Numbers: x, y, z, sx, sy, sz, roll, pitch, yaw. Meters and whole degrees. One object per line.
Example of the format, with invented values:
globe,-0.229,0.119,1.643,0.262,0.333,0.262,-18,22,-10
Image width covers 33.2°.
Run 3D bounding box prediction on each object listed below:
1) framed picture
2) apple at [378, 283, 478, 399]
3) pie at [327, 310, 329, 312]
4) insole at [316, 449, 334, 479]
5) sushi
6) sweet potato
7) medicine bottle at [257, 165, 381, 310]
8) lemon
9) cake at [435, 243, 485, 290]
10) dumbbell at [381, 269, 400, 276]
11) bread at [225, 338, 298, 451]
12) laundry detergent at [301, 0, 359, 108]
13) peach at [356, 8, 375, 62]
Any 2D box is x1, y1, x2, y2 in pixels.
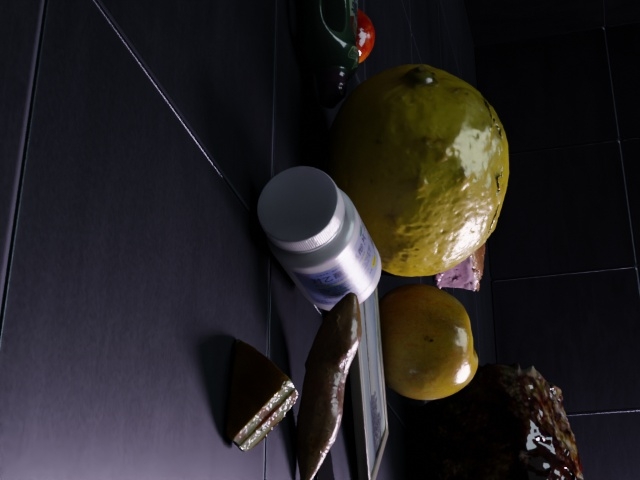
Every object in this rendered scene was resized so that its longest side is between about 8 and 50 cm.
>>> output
framed picture,0.066,0.179,1.501,0.213,0.016,0.289,-51,138,-73
apple,0.164,0.157,1.669,0.182,0.155,0.183,-7,90,-74
pie,0.023,0.091,1.405,0.084,0.021,0.084,-7,90,-77
insole,0.009,0.362,1.260,0.086,0.005,0.253,42,43,-68
sushi,0.314,0.401,1.883,0.299,0.281,0.294,48,26,-56
sweet potato,0.004,0.163,1.190,0.065,0.051,0.219,-178,-78,-73
medicine bottle,0.000,0.000,1.182,0.187,0.102,0.103,59,28,-61
lemon,0.125,-0.090,1.430,0.260,0.260,0.284,-57,134,-69
cake,0.316,-0.011,2.451,0.295,0.115,0.113,-75,155,-56
dumbbell,0.125,-0.065,1.681,0.140,0.124,0.226,63,25,-58
bread,-0.052,0.139,0.998,0.043,0.062,0.109,64,21,-52
laundry detergent,0.009,-0.284,1.416,0.144,0.078,0.222,52,36,-62
peach,0.051,-0.311,1.621,0.098,0.061,0.098,-3,90,-83
